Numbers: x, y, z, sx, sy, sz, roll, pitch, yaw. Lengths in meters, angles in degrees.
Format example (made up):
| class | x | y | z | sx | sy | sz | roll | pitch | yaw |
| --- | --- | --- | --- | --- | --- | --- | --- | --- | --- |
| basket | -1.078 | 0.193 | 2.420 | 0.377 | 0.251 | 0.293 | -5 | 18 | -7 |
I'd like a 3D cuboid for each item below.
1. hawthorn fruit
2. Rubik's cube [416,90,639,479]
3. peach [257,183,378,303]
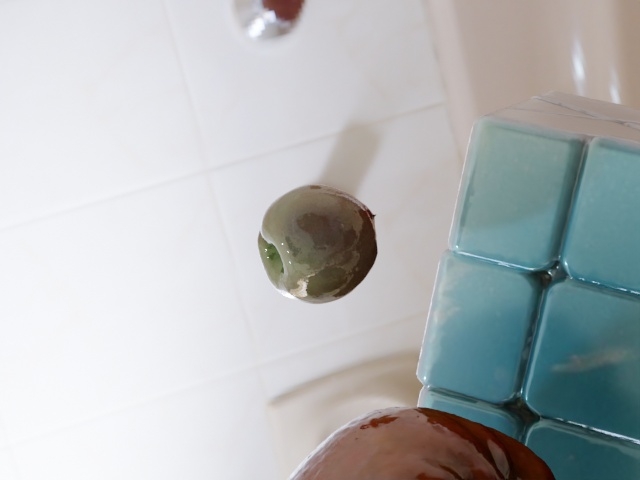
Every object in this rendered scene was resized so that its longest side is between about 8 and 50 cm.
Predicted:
| class | x | y | z | sx | sy | sz | roll | pitch | yaw |
| --- | --- | --- | --- | --- | --- | --- | --- | --- | --- |
| hawthorn fruit | 0.047 | 0.229 | 0.901 | 0.261 | 0.224 | 0.224 | -41 | 63 | 45 |
| Rubik's cube | 0.270 | 0.070 | 1.122 | 0.319 | 0.322 | 0.315 | -27 | -50 | -70 |
| peach | -0.001 | 0.002 | 0.954 | 0.083 | 0.083 | 0.083 | 163 | 90 | -77 |
